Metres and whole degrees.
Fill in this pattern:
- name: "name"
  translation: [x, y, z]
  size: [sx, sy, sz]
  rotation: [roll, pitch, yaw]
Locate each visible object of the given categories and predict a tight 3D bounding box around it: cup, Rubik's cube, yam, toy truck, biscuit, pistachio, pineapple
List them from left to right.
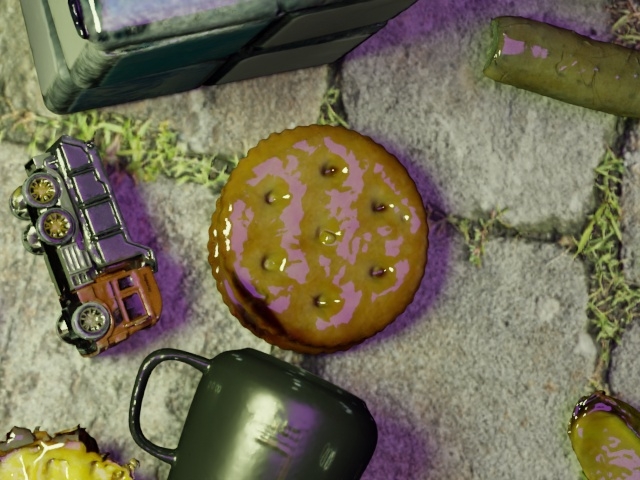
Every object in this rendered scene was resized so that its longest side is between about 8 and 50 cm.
- name: "pineapple"
  translation: [-0.244, 0.264, 1.207]
  size: [0.224, 0.076, 0.225]
  rotation: [3, 80, -19]
- name: "toy truck"
  translation: [-0.211, 0.004, 1.242]
  size: [0.092, 0.083, 0.192]
  rotation: [-21, 90, -25]
- name: "Rubik's cube"
  translation: [-0.108, -0.303, 1.189]
  size: [0.318, 0.313, 0.316]
  rotation: [-13, 88, -18]
- name: "cup"
  translation: [-0.073, 0.186, 1.232]
  size: [0.223, 0.169, 0.177]
  rotation: [26, 85, -9]
- name: "biscuit"
  translation: [0.000, 0.000, 1.322]
  size: [0.220, 0.066, 0.221]
  rotation: [2, 84, -18]
- name: "pistachio"
  translation: [0.314, 0.227, 1.412]
  size: [0.089, 0.049, 0.173]
  rotation: [-28, 95, 4]
- name: "yam"
  translation: [0.342, -0.163, 1.449]
  size: [0.371, 0.083, 0.083]
  rotation: [11, 81, -16]
